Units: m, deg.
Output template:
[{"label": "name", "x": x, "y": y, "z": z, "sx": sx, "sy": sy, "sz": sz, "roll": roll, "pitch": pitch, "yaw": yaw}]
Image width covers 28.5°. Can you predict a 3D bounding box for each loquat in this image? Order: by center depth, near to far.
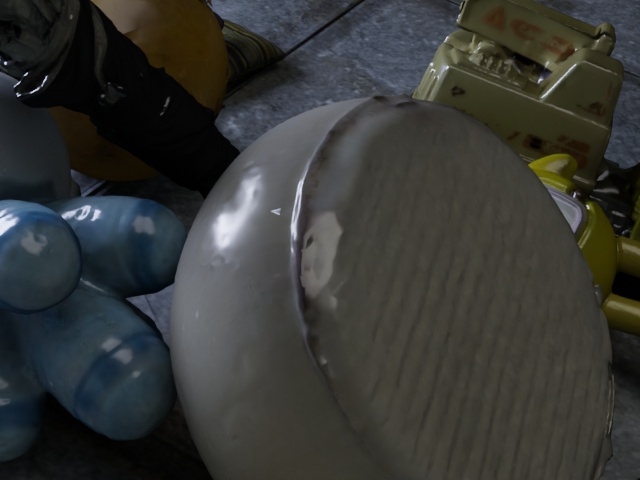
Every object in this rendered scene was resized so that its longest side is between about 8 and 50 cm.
[{"label": "loquat", "x": -0.209, "y": -0.176, "z": 1.280, "sx": 0.235, "sy": 0.235, "sz": 0.235, "roll": 9, "pitch": 36, "yaw": -7}]

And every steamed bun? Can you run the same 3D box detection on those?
[{"label": "steamed bun", "x": 0.040, "y": 0.082, "z": 0.957, "sx": 0.374, "sy": 0.241, "sz": 0.374, "roll": 26, "pitch": 52, "yaw": -39}]

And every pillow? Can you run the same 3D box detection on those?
[{"label": "pillow", "x": -0.146, "y": -0.220, "z": 1.519, "sx": 0.113, "sy": 0.038, "sz": 0.203, "roll": 32, "pitch": 40, "yaw": 23}]

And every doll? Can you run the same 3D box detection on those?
[{"label": "doll", "x": 0.170, "y": -0.003, "z": 1.226, "sx": 0.363, "sy": 0.145, "sz": 0.199, "roll": 18, "pitch": 78, "yaw": 12}]

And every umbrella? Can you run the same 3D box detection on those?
[{"label": "umbrella", "x": -0.171, "y": -0.115, "z": 1.028, "sx": 0.358, "sy": 0.106, "sz": 0.113, "roll": 43, "pitch": 8, "yaw": -48}]

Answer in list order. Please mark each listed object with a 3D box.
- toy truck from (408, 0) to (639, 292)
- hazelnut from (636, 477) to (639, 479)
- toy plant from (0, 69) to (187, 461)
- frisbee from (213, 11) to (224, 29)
[{"label": "toy truck", "x": 0.281, "y": -0.094, "z": 1.318, "sx": 0.405, "sy": 0.254, "sz": 0.180, "roll": 23, "pitch": 32, "yaw": 8}, {"label": "hazelnut", "x": 0.290, "y": 0.224, "z": 1.032, "sx": 0.086, "sy": 0.086, "sz": 0.086, "roll": 9, "pitch": 36, "yaw": -7}, {"label": "toy plant", "x": -0.231, "y": 0.033, "z": 0.996, "sx": 0.247, "sy": 0.247, "sz": 0.332, "roll": -23, "pitch": 51, "yaw": -40}, {"label": "frisbee", "x": -0.191, "y": -0.204, "z": 1.447, "sx": 0.211, "sy": 0.012, "sz": 0.187, "roll": -17, "pitch": 48, "yaw": -20}]
